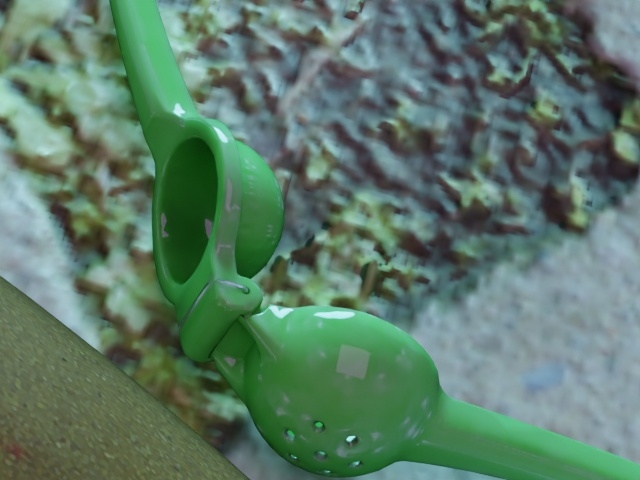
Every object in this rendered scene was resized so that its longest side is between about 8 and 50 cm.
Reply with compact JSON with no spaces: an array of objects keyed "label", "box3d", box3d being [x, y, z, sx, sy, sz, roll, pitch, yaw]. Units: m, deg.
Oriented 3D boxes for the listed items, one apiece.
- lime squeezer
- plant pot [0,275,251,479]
[{"label":"lime squeezer","box3d":[0.000,0.000,0.508,0.110,0.059,0.310,-38,76,-26]},{"label":"plant pot","box3d":[-0.117,0.092,0.356,0.254,0.237,0.237,25,60,-16]}]
